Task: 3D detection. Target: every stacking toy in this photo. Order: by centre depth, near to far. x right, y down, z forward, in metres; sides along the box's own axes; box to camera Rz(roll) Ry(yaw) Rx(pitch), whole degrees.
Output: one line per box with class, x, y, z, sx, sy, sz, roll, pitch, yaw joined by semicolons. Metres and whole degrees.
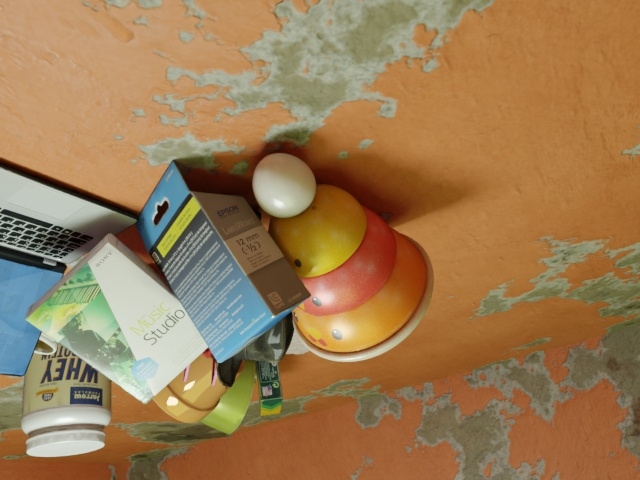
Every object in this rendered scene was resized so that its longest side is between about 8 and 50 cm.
stacking toy;0.000;0.000;1.224;0.351;0.350;0.480;-20;133;19

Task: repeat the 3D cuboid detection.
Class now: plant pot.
plant pot;-0.369;0.371;1.781;0.203;0.290;0.291;-38;146;15
plant pot;-0.417;0.495;2.038;0.294;0.274;0.275;23;141;-22

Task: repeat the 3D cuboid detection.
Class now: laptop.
laptop;-0.626;0.070;1.120;0.408;0.236;0.382;-26;150;28

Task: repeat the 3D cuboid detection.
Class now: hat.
hat;-0.131;0.202;1.420;0.134;0.331;0.331;14;153;6

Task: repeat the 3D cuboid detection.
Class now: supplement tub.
supplement tub;-0.722;0.431;1.688;0.236;0.324;0.235;-8;153;-4

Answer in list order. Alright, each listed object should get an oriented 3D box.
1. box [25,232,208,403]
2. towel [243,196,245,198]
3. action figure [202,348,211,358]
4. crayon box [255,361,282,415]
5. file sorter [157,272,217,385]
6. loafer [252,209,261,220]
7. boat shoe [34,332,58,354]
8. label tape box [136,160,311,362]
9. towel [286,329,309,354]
box;-0.404;0.172;1.239;0.232;0.058;0.322;-43;114;2
towel;-0.185;-0.033;1.234;0.067;0.029;0.119;-6;119;-9
action figure;-0.239;0.182;1.598;0.280;0.091;0.139;-38;131;-3
crayon box;-0.197;0.532;2.211;0.081;0.202;0.318;-6;154;-9
file sorter;-0.375;0.217;1.419;0.291;0.182;0.202;10;122;-13
loafer;-0.200;-0.016;1.292;0.170;0.061;0.062;-23;149;23
boat shoe;-0.798;0.222;1.441;0.136;0.156;0.367;-20;152;17
label tape box;-0.207;0.037;1.172;0.115;0.347;0.249;-25;167;-44
towel;-0.115;0.303;1.956;0.332;0.053;0.317;9;148;-32
